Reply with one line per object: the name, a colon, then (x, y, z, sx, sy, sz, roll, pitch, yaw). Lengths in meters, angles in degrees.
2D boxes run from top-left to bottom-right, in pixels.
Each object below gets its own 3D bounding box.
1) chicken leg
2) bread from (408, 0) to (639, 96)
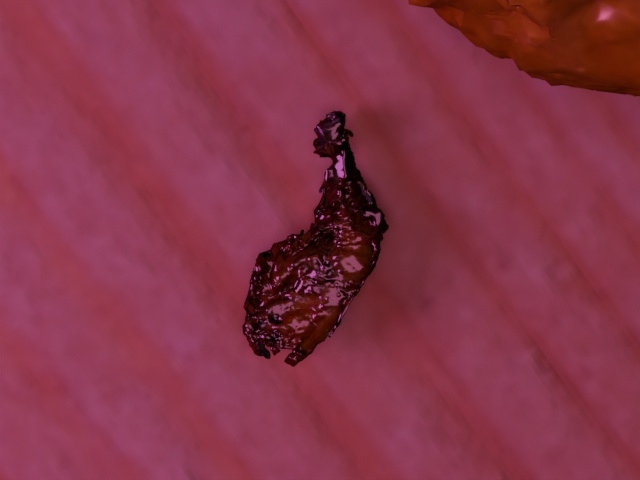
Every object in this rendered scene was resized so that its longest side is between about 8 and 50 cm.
chicken leg: (0.001, 0.002, 0.489, 0.036, 0.021, 0.083, 26, 99, 8)
bread: (0.112, -0.134, 0.377, 0.239, 0.139, 0.240, 5, 144, 4)
